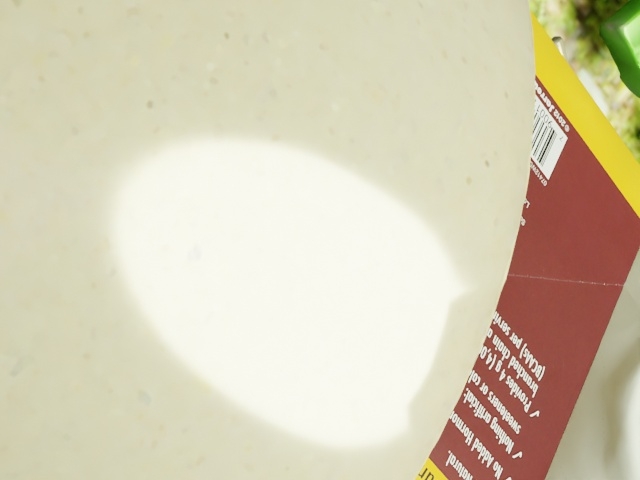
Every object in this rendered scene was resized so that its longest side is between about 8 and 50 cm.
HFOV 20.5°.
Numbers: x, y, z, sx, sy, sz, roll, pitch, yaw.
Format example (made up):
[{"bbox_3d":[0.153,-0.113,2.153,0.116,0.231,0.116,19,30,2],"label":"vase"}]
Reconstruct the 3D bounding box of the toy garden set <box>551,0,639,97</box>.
[{"bbox_3d":[0.114,-0.109,0.767,0.204,0.049,0.244,-40,120,-13],"label":"toy garden set"}]

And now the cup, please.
[{"bbox_3d":[-0.146,-0.049,0.453,0.237,0.331,0.331,33,89,-46],"label":"cup"}]

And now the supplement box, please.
[{"bbox_3d":[0.000,0.000,0.649,0.191,0.129,0.194,49,52,-30],"label":"supplement box"}]

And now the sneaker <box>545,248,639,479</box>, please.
[{"bbox_3d":[0.138,0.145,0.814,0.106,0.123,0.290,3,105,-30],"label":"sneaker"}]
